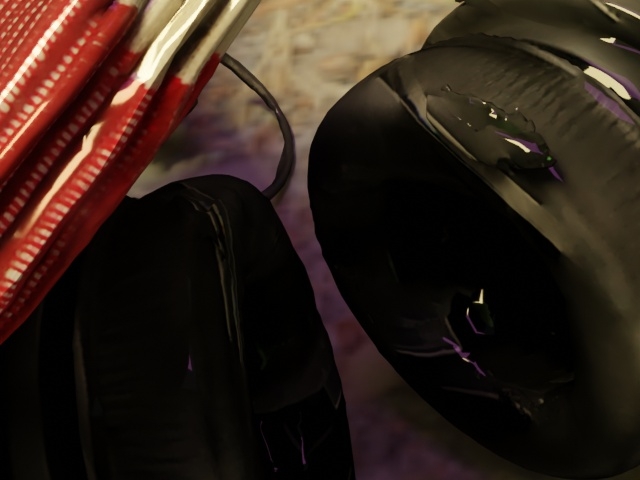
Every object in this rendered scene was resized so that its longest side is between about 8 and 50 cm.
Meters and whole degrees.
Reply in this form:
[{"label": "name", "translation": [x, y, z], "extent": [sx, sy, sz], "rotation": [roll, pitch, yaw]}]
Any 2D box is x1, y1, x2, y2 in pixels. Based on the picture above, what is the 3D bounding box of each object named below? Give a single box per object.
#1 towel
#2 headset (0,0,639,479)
[{"label": "towel", "translation": [-0.141, 0.032, 0.407], "extent": [0.329, 0.037, 0.237], "rotation": [-53, 26, 1]}, {"label": "headset", "translation": [0.000, 0.000, 0.442], "extent": [0.243, 0.185, 0.394], "rotation": [-26, 30, -11]}]
